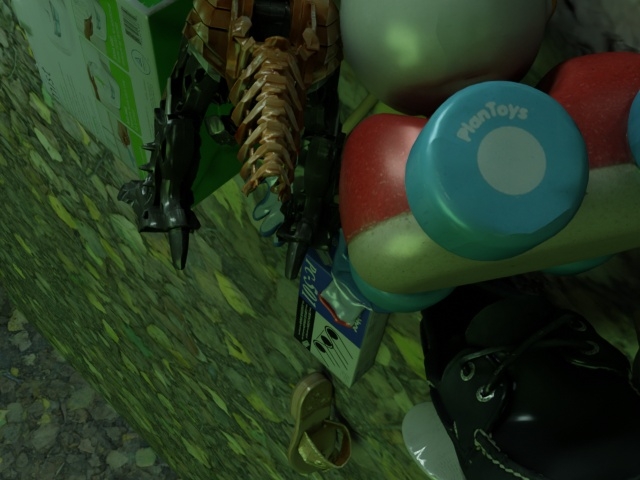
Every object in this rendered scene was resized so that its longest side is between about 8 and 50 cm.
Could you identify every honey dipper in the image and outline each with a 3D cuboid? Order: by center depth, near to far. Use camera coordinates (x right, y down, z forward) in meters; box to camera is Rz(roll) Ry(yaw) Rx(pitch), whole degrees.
[{"bbox_3d":[0.027,-0.101,0.700,0.030,0.030,0.160,50,154,2],"label":"honey dipper"}]

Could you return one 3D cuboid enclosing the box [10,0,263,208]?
[{"bbox_3d":[-0.176,-0.194,0.795,0.231,0.127,0.262,40,154,23],"label":"box"}]

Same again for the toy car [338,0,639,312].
[{"bbox_3d":[0.097,-0.100,0.463,0.219,0.210,0.238,115,142,-77],"label":"toy car"}]

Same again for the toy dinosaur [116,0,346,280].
[{"bbox_3d":[-0.050,-0.103,0.543,0.164,0.322,0.218,17,117,9],"label":"toy dinosaur"}]

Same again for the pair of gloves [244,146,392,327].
[{"bbox_3d":[0.000,0.000,0.797,0.198,0.023,0.159,48,149,6],"label":"pair of gloves"}]

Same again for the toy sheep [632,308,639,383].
[{"bbox_3d":[0.243,0.079,0.522,0.091,0.091,0.132,50,161,0],"label":"toy sheep"}]

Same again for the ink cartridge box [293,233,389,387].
[{"bbox_3d":[0.023,0.081,0.937,0.097,0.046,0.207,40,153,19],"label":"ink cartridge box"}]

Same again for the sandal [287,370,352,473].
[{"bbox_3d":[0.007,0.291,1.200,0.079,0.088,0.240,40,149,35],"label":"sandal"}]

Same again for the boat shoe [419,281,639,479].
[{"bbox_3d":[0.132,0.087,0.551,0.340,0.127,0.113,-87,-24,-81],"label":"boat shoe"}]

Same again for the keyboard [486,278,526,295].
[{"bbox_3d":[0.128,0.034,0.726,0.180,0.023,0.108,34,156,31],"label":"keyboard"}]

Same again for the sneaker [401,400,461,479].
[{"bbox_3d":[0.176,0.259,0.899,0.212,0.080,0.094,34,162,29],"label":"sneaker"}]
